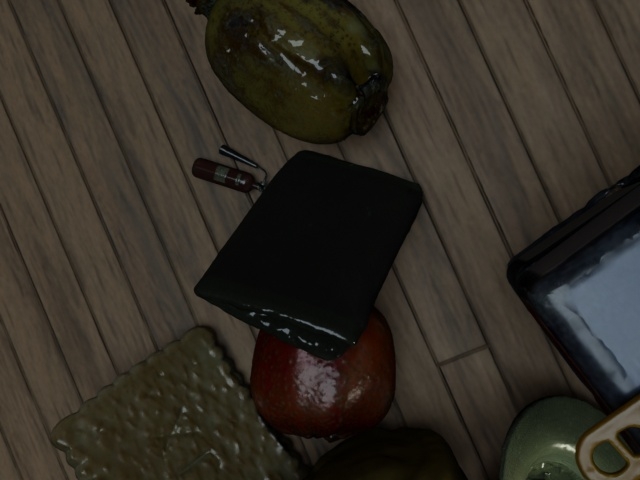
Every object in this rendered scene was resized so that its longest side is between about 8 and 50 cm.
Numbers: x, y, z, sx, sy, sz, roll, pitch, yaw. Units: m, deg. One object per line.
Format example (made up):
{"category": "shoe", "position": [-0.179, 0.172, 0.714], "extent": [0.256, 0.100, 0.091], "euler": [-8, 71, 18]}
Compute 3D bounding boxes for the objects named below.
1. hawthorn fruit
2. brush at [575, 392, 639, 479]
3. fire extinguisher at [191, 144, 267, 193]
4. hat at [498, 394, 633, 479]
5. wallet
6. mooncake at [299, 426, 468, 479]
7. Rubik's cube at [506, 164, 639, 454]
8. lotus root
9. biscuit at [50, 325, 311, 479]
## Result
{"category": "hawthorn fruit", "position": [0.006, 0.115, 0.691], "extent": [0.156, 0.157, 0.194], "euler": [7, 79, 11]}
{"category": "brush", "position": [0.264, 0.059, 0.382], "extent": [0.272, 0.013, 0.103], "euler": [-42, 79, 10]}
{"category": "fire extinguisher", "position": [-0.099, -0.083, 0.763], "extent": [0.100, 0.032, 0.046], "euler": [17, 61, 10]}
{"category": "hat", "position": [0.234, 0.298, 0.645], "extent": [0.257, 0.257, 0.130], "euler": [52, 136, 5]}
{"category": "wallet", "position": [0.000, 0.000, 0.665], "extent": [0.168, 0.245, 0.052], "euler": [20, 139, 14]}
{"category": "mooncake", "position": [0.046, 0.268, 0.629], "extent": [0.234, 0.235, 0.117], "euler": [-28, 86, 11]}
{"category": "Rubik's cube", "position": [0.372, 0.064, 0.522], "extent": [0.316, 0.313, 0.318], "euler": [-38, 82, 9]}
{"category": "lotus root", "position": [-0.047, -0.214, 0.688], "extent": [0.278, 0.154, 0.154], "euler": [39, 99, 7]}
{"category": "biscuit", "position": [-0.125, 0.278, 0.725], "extent": [0.217, 0.044, 0.325], "euler": [-36, 85, -26]}
